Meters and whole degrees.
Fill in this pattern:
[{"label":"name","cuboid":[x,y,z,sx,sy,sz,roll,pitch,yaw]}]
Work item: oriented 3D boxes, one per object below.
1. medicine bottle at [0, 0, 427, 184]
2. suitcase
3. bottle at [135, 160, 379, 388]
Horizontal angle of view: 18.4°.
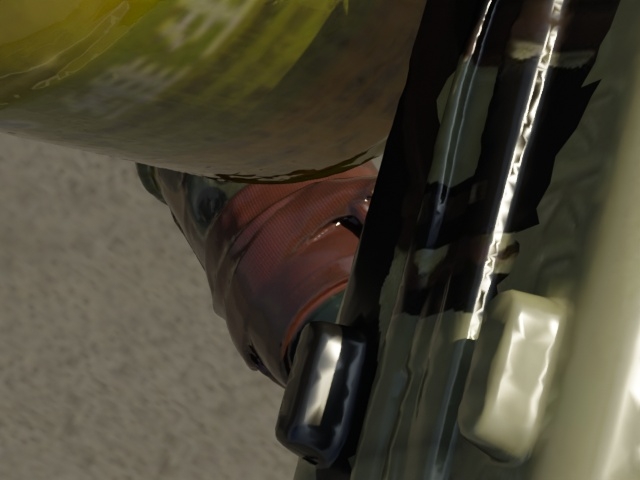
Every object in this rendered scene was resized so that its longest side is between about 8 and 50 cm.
[{"label":"medicine bottle","cuboid":[-0.101,-0.149,0.695,0.224,0.384,0.224,-4,82,31]},{"label":"suitcase","cuboid":[0.185,0.015,0.665,0.194,0.339,0.351,-12,57,57]},{"label":"bottle","cuboid":[0.000,0.000,1.151,0.143,0.156,0.271,-12,46,-24]}]
